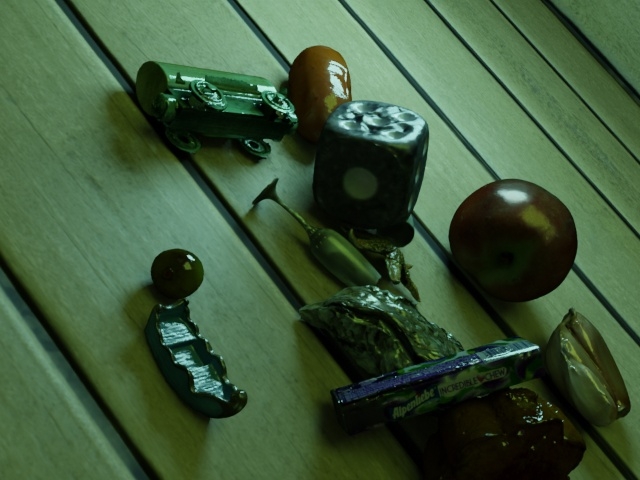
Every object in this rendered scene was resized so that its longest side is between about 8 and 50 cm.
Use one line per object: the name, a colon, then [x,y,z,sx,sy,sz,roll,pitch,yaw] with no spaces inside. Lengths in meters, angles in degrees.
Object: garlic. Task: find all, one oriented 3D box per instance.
garlic: [0.511,0.252,1.756,0.217,0.110,0.228,8,58,-55]

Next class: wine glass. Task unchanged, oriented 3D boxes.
wine glass: [0.000,0.000,1.551,0.262,0.074,0.074,42,35,-4]
wine glass: [0.145,-0.061,1.752,0.073,0.073,0.155,28,36,-20]

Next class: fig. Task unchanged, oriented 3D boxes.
fig: [-0.202,0.047,1.304,0.074,0.074,0.088,52,15,12]

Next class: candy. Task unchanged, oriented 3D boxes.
candy: [0.172,0.211,1.328,0.088,0.312,0.061,-138,-147,-80]

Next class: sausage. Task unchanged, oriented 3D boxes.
sausage: [0.001,-0.296,1.808,0.133,0.133,0.258,23,40,-26]

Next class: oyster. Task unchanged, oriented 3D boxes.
oyster: [0.130,0.174,1.449,0.351,0.158,0.162,28,-5,-8]

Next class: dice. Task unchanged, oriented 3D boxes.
dice: [0.093,-0.139,1.640,0.181,0.182,0.183,15,34,12]

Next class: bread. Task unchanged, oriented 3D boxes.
bread: [0.281,0.324,1.355,0.246,0.232,0.135,13,35,-26]

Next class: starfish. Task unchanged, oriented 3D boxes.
starfish: [0.119,0.038,1.608,0.208,0.053,0.176,34,18,-26]

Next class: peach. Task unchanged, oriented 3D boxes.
peach: [0.387,-0.007,1.794,0.252,0.252,0.252,26,39,-23]

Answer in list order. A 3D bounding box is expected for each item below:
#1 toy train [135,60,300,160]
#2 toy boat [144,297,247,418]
toy train: [-0.174,-0.249,1.587,0.307,0.126,0.190,-1,54,-44]
toy boat: [-0.164,0.160,1.212,0.075,0.077,0.185,-8,59,-49]
